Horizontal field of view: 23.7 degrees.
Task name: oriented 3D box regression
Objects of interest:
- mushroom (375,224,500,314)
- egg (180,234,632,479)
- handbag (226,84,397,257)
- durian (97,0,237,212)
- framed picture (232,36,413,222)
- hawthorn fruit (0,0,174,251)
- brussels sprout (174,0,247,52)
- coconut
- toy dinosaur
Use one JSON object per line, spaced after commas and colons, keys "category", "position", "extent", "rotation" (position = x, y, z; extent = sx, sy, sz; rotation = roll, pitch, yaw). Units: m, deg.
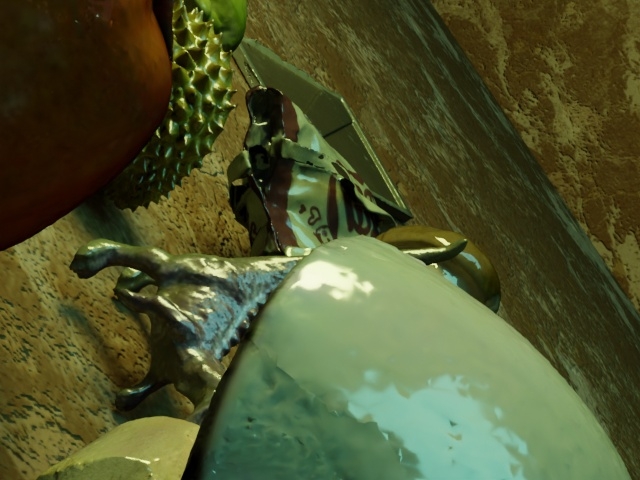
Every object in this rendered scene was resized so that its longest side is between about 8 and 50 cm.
{"category": "mushroom", "position": [0.031, 0.113, 1.051], "extent": [0.128, 0.128, 0.350], "rotation": [48, 42, -15]}
{"category": "egg", "position": [0.060, 0.174, 0.722], "extent": [0.201, 0.337, 0.337], "rotation": [14, 8, 16]}
{"category": "handbag", "position": [0.000, 0.000, 1.294], "extent": [0.235, 0.127, 0.213], "rotation": [42, 38, -67]}
{"category": "durian", "position": [-0.147, -0.132, 1.143], "extent": [0.208, 0.146, 0.102], "rotation": [57, 4, 33]}
{"category": "framed picture", "position": [0.000, -0.133, 1.773], "extent": [0.281, 0.019, 0.209], "rotation": [26, 31, -57]}
{"category": "hawthorn fruit", "position": [-0.163, -0.108, 0.814], "extent": [0.211, 0.299, 0.211], "rotation": [161, -90, -84]}
{"category": "brussels sprout", "position": [-0.146, -0.244, 1.426], "extent": [0.183, 0.131, 0.145], "rotation": [39, 43, -42]}
{"category": "coconut", "position": [-0.090, 0.152, 0.766], "extent": [0.116, 0.116, 0.122], "rotation": [53, 20, 0]}
{"category": "toy dinosaur", "position": [-0.051, 0.043, 1.011], "extent": [0.200, 0.072, 0.251], "rotation": [23, 35, 23]}
